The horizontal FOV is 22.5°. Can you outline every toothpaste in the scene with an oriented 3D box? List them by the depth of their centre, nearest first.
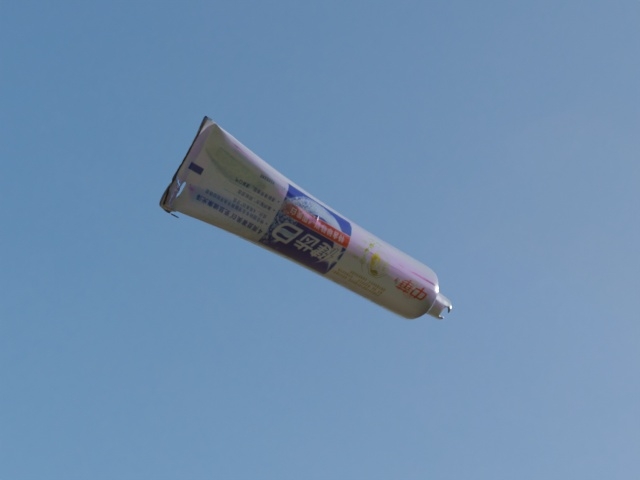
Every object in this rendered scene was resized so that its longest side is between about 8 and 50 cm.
[{"bbox_3d":[0.000,0.000,0.742,0.170,0.045,0.028,30,-1,-35],"label":"toothpaste"}]
